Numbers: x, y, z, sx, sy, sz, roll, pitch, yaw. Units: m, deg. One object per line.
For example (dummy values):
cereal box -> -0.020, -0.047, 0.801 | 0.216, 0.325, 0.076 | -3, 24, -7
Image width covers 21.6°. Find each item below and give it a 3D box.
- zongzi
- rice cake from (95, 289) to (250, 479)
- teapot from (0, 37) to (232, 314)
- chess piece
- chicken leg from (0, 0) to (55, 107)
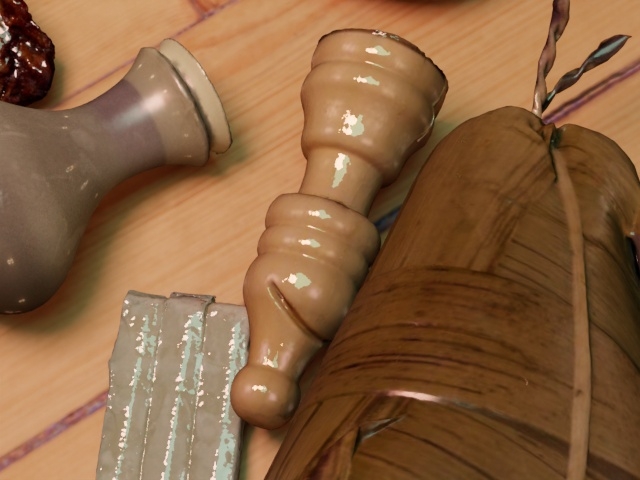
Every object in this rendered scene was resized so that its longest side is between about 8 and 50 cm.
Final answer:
zongzi -> 0.232, 0.136, 1.234 | 0.467, 0.218, 0.500 | 33, 59, -10
rice cake -> -0.111, 0.140, 1.294 | 0.124, 0.038, 0.211 | 8, 67, 7
teapot -> -0.203, -0.063, 1.324 | 0.251, 0.183, 0.183 | -30, 68, -19
chess piece -> 0.000, 0.000, 1.298 | 0.124, 0.139, 0.307 | 29, 72, -29
chicken leg -> -0.371, -0.186, 1.435 | 0.322, 0.083, 0.177 | 29, 91, 13
